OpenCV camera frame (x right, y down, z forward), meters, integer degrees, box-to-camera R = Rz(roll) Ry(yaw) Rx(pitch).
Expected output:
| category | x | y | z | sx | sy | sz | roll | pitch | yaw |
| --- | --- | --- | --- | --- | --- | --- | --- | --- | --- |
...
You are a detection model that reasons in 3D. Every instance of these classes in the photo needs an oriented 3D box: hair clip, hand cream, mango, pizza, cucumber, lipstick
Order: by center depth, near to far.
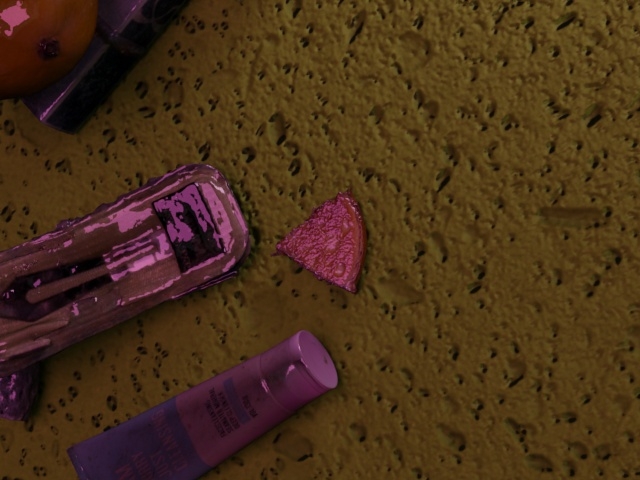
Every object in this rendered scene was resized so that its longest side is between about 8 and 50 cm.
| category | x | y | z | sx | sy | sz | roll | pitch | yaw |
| --- | --- | --- | --- | --- | --- | --- | --- | --- | --- |
| pizza | 0.014 | -0.006 | 1.529 | 0.100 | 0.029 | 0.099 | 26 | 85 | 17 |
| hand cream | -0.129 | 0.193 | 1.538 | 0.312 | 0.070 | 0.111 | -33 | 78 | 18 |
| mango | -0.340 | -0.246 | 1.560 | 0.195 | 0.142 | 0.332 | -57 | 34 | -4 |
| hair clip | -0.231 | 0.036 | 1.566 | 0.321 | 0.091 | 0.138 | -23 | 76 | -4 |
| lipstick | -0.212 | -0.247 | 1.601 | 0.076 | 0.077 | 0.289 | 45 | 101 | 24 |
| cucumber | -0.334 | 0.137 | 1.615 | 0.064 | 0.064 | 0.112 | 9 | 87 | 20 |
